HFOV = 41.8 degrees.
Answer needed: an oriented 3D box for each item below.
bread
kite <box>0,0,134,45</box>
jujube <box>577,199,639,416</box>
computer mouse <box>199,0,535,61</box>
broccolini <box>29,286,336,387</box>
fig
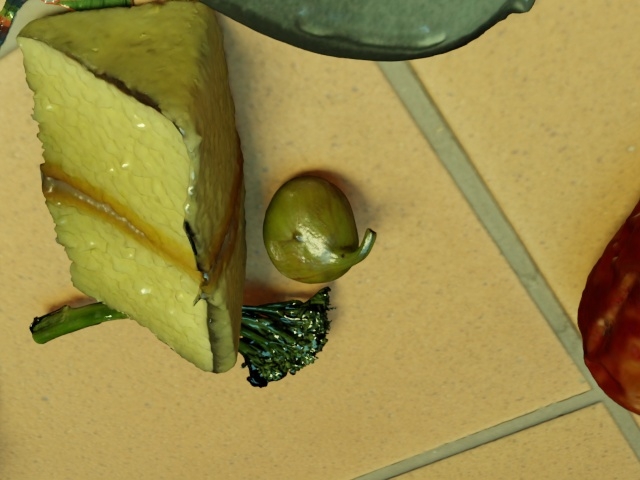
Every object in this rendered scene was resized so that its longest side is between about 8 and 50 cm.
[{"bbox_3d":[-0.114,-0.033,0.616,0.142,0.178,0.266,-30,145,-24],"label":"bread"},{"bbox_3d":[-0.208,-0.153,0.557,0.198,0.006,0.244,28,126,-28],"label":"kite"},{"bbox_3d":[0.311,0.037,0.673,0.174,0.174,0.250,8,129,-12],"label":"jujube"},{"bbox_3d":[-0.037,-0.222,0.434,0.374,0.114,0.203,21,126,-30],"label":"computer mouse"},{"bbox_3d":[-0.123,0.091,0.769,0.271,0.062,0.123,0,124,-4],"label":"broccolini"},{"bbox_3d":[0.000,0.000,0.660,0.082,0.098,0.084,17,112,-44],"label":"fig"}]
